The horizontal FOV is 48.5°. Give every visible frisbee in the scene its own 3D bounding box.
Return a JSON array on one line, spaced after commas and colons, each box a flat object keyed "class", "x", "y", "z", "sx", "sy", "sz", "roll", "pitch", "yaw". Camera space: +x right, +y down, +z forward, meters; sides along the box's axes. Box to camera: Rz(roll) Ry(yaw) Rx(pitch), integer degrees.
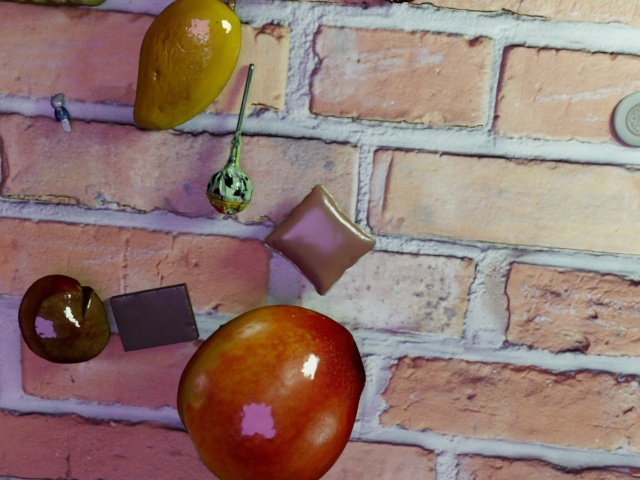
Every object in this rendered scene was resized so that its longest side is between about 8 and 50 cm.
[{"class": "frisbee", "x": 0.629, "y": -0.238, "z": 1.391, "sx": 0.110, "sy": 0.014, "sz": 0.110, "roll": 1, "pitch": 105, "yaw": 3}]

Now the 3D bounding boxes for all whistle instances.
[{"class": "whistle", "x": -0.525, "y": -0.260, "z": 1.443, "sx": 0.033, "sy": 0.029, "sz": 0.083, "roll": -20, "pitch": 96, "yaw": -8}]

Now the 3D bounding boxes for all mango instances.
[{"class": "mango", "x": -0.260, "y": -0.342, "z": 1.361, "sx": 0.177, "sy": 0.119, "sz": 0.316, "roll": 30, "pitch": 109, "yaw": -12}]

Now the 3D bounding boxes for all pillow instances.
[{"class": "pillow", "x": 0.000, "y": 0.000, "z": 1.455, "sx": 0.179, "sy": 0.075, "sz": 0.171, "roll": 44, "pitch": 97, "yaw": -11}]

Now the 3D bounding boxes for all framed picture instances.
[{"class": "framed picture", "x": -0.361, "y": 0.168, "z": 1.546, "sx": 0.169, "sy": 0.023, "sz": 0.127, "roll": -10, "pitch": 104, "yaw": 6}]

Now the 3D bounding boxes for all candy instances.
[{"class": "candy", "x": -0.160, "y": -0.201, "z": 1.423, "sx": 0.091, "sy": 0.083, "sz": 0.305, "roll": 13, "pitch": 97, "yaw": 1}]

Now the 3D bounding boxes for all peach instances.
[{"class": "peach", "x": -0.089, "y": 0.303, "z": 1.400, "sx": 0.389, "sy": 0.388, "sz": 0.387, "roll": 1, "pitch": 104, "yaw": 3}]

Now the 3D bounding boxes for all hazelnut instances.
[{"class": "hazelnut", "x": -0.542, "y": 0.174, "z": 1.490, "sx": 0.178, "sy": 0.178, "sz": 0.204, "roll": -34, "pitch": 131, "yaw": 11}]

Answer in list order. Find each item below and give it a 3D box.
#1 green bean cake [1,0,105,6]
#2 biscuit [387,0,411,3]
[{"class": "green bean cake", "x": -0.516, "y": -0.559, "z": 1.315, "sx": 0.233, "sy": 0.124, "sz": 0.236, "roll": 5, "pitch": 105, "yaw": 2}, {"class": "biscuit", "x": 0.151, "y": -0.540, "z": 1.324, "sx": 0.192, "sy": 0.049, "sz": 0.191, "roll": 0, "pitch": 99, "yaw": -1}]
